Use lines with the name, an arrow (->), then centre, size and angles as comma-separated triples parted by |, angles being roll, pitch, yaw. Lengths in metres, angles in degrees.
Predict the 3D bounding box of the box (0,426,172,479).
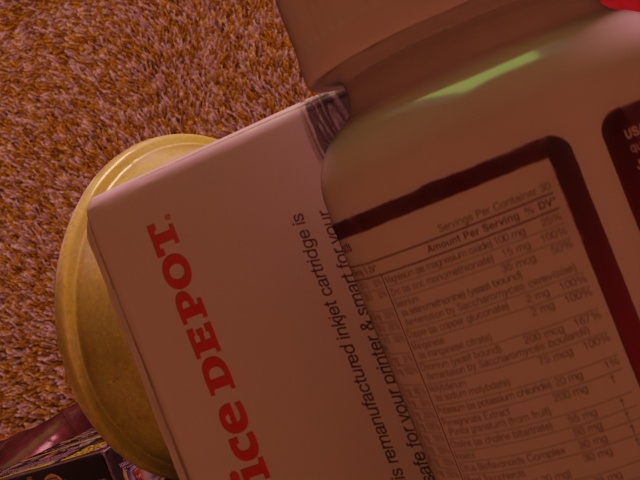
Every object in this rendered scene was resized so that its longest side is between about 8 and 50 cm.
box -> -0.185, 0.204, 1.095 | 0.270, 0.060, 0.216 | -23, 0, 43

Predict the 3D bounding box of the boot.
boot -> -0.325, 0.265, 1.335 | 0.248, 0.090, 0.207 | -21, 12, 34

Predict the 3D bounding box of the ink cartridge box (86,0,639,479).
ink cartridge box -> 0.068, 0.022, 0.487 | 0.272, 0.197, 0.114 | -22, -2, 15

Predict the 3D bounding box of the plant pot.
plant pot -> -0.003, 0.041, 0.844 | 0.253, 0.276, 0.276 | -6, 10, 41

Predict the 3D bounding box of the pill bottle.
pill bottle -> 0.072, 0.006, 0.360 | 0.121, 0.221, 0.121 | -22, 0, 0
